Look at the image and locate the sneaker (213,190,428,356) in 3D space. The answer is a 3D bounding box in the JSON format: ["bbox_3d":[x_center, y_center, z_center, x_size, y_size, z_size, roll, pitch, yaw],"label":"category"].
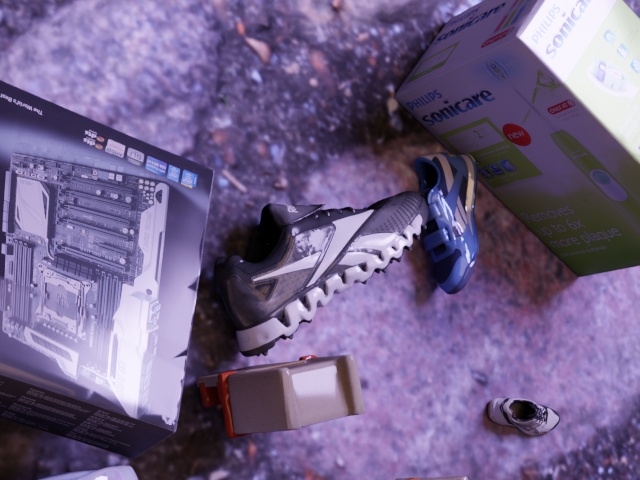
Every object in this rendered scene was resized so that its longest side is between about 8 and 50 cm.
[{"bbox_3d":[0.000,0.000,1.139,0.234,0.078,0.106,-35,101,-27],"label":"sneaker"}]

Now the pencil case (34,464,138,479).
[{"bbox_3d":[-0.169,0.304,0.949,0.124,0.113,0.273,-12,77,-22],"label":"pencil case"}]

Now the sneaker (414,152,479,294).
[{"bbox_3d":[0.116,-0.019,1.223,0.059,0.053,0.144,11,67,-28],"label":"sneaker"}]

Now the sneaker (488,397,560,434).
[{"bbox_3d":[0.205,0.172,1.244,0.083,0.037,0.032,11,74,-28],"label":"sneaker"}]

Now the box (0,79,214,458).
[{"bbox_3d":[-0.243,0.004,0.965,0.307,0.076,0.242,23,53,-25],"label":"box"}]

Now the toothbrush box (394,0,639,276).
[{"bbox_3d":[0.247,-0.108,1.222,0.283,0.206,0.122,44,64,-16],"label":"toothbrush box"}]

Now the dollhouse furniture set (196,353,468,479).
[{"bbox_3d":[-0.016,0.228,1.053,0.262,0.135,0.259,-7,85,-38],"label":"dollhouse furniture set"}]
